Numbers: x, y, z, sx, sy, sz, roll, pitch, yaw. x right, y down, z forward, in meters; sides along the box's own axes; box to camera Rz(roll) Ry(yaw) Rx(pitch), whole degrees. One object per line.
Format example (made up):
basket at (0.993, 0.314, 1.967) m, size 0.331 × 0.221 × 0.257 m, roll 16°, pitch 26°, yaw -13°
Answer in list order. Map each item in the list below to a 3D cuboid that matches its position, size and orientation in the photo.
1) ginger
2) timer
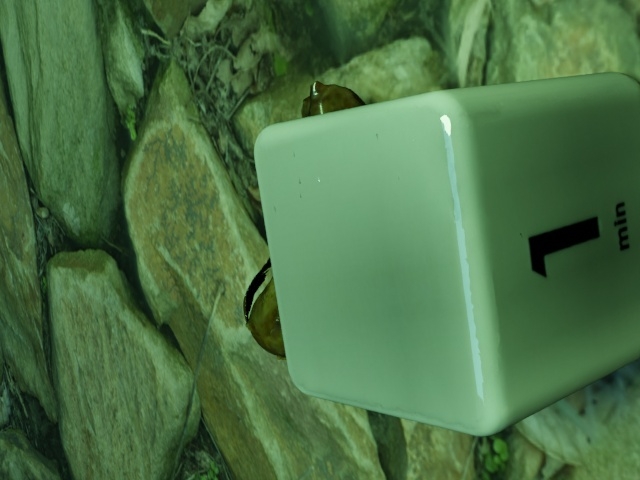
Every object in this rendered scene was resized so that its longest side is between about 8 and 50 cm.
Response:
ginger at (0.002, 0.013, 0.746) m, size 0.133 × 0.107 × 0.309 m, roll -105°, pitch 30°, yaw -42°
timer at (0.094, -0.001, 0.546) m, size 0.192 × 0.195 × 0.194 m, roll 0°, pitch 101°, yaw 51°
